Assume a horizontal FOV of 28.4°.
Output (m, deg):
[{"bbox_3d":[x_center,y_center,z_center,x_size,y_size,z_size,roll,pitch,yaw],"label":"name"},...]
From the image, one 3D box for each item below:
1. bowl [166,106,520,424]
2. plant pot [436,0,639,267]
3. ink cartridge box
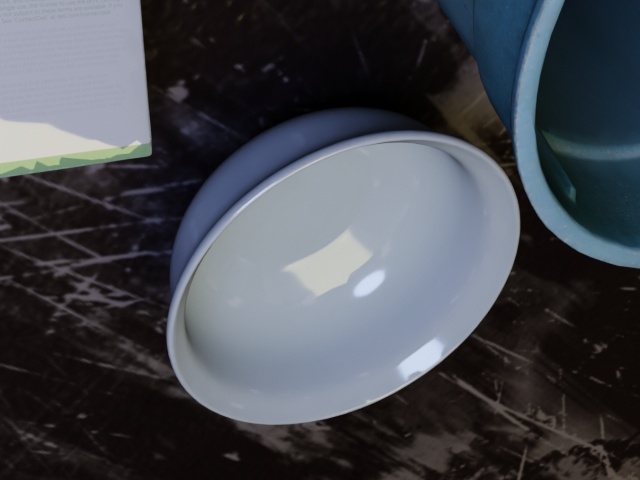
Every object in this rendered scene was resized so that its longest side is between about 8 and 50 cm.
[{"bbox_3d":[0.000,0.000,1.016,0.298,0.134,0.297,-16,135,-16],"label":"bowl"},{"bbox_3d":[0.189,-0.219,0.763,0.341,0.334,0.341,-16,137,-16],"label":"plant pot"},{"bbox_3d":[-0.196,-0.156,0.767,0.171,0.056,0.235,-10,109,-25],"label":"ink cartridge box"}]
